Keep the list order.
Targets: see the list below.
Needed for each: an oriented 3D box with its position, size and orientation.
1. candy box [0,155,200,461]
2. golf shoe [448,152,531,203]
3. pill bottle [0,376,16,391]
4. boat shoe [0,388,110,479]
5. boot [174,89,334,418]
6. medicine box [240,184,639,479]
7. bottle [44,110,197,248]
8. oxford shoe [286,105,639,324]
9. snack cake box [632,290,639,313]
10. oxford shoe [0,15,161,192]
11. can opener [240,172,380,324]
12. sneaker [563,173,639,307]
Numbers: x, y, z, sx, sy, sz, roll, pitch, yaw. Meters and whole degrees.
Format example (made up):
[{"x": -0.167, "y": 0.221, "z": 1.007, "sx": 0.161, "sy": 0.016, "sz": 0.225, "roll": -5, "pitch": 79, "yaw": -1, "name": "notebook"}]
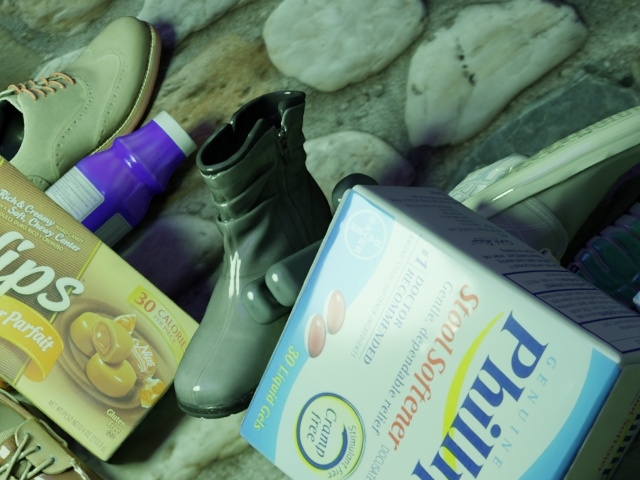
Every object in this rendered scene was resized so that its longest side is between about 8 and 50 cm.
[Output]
[{"x": -0.300, "y": 0.077, "z": 1.507, "sx": 0.316, "sy": 0.087, "sz": 0.183, "roll": 40, "pitch": 76, "yaw": 0, "name": "candy box"}, {"x": 0.166, "y": -0.036, "z": 1.480, "sx": 0.176, "sy": 0.069, "sz": 0.086, "roll": -28, "pitch": 24, "yaw": 5, "name": "golf shoe"}, {"x": -0.374, "y": 0.123, "z": 1.630, "sx": 0.215, "sy": 0.117, "sz": 0.117, "roll": -12, "pitch": 49, "yaw": 24, "name": "pill bottle"}, {"x": -0.322, "y": 0.260, "z": 1.484, "sx": 0.123, "sy": 0.116, "sz": 0.324, "roll": -49, "pitch": 45, "yaw": -12, "name": "boat shoe"}, {"x": -0.089, "y": 0.004, "z": 1.423, "sx": 0.118, "sy": 0.223, "sz": 0.338, "roll": 0, "pitch": 39, "yaw": 23, "name": "boot"}, {"x": 0.116, "y": 0.132, "z": 1.175, "sx": 0.289, "sy": 0.149, "sz": 0.263, "roll": 35, "pitch": 109, "yaw": 30, "name": "medicine box"}, {"x": -0.284, "y": -0.050, "z": 1.737, "sx": 0.283, "sy": 0.092, "sz": 0.118, "roll": -43, "pitch": 45, "yaw": -6, "name": "bottle"}, {"x": 0.175, "y": 0.012, "z": 1.345, "sx": 0.449, "sy": 0.169, "sz": 0.130, "roll": -35, "pitch": 85, "yaw": 12, "name": "oxford shoe"}, {"x": 0.413, "y": 0.020, "z": 1.202, "sx": 0.264, "sy": 0.152, "sz": 0.089, "roll": -46, "pitch": 44, "yaw": -10, "name": "snack cake box"}, {"x": -0.354, "y": -0.175, "z": 1.844, "sx": 0.140, "sy": 0.146, "sz": 0.397, "roll": 7, "pitch": 58, "yaw": 39, "name": "oxford shoe"}, {"x": 0.000, "y": 0.000, "z": 1.426, "sx": 0.076, "sy": 0.095, "sz": 0.283, "roll": -37, "pitch": -5, "yaw": 32, "name": "can opener"}, {"x": 0.307, "y": -0.003, "z": 1.361, "sx": 0.223, "sy": 0.083, "sz": 0.098, "roll": -43, "pitch": 17, "yaw": -5, "name": "sneaker"}]
